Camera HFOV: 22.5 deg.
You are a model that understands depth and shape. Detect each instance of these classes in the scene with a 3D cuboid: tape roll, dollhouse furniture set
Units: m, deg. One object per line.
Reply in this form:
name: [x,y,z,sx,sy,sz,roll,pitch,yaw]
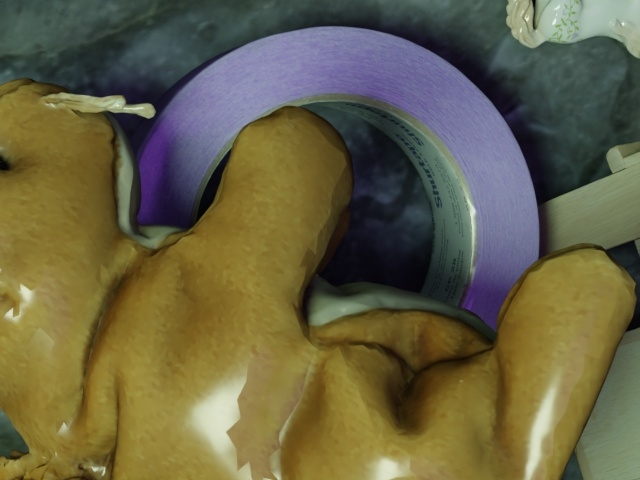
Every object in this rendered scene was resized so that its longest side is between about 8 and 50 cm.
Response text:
tape roll: [0.000,0.000,1.053,0.274,0.090,0.275,0,92,-14]
dollhouse furniture set: [0.344,0.065,1.166,0.355,0.174,0.303,-12,82,-42]

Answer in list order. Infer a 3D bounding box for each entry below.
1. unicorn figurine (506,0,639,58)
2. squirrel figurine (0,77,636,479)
unicorn figurine: [0.203,-0.166,1.116,0.161,0.060,0.111,-8,95,3]
squirrel figurine: [-0.099,0.108,0.858,0.370,0.281,0.397,25,84,-7]
